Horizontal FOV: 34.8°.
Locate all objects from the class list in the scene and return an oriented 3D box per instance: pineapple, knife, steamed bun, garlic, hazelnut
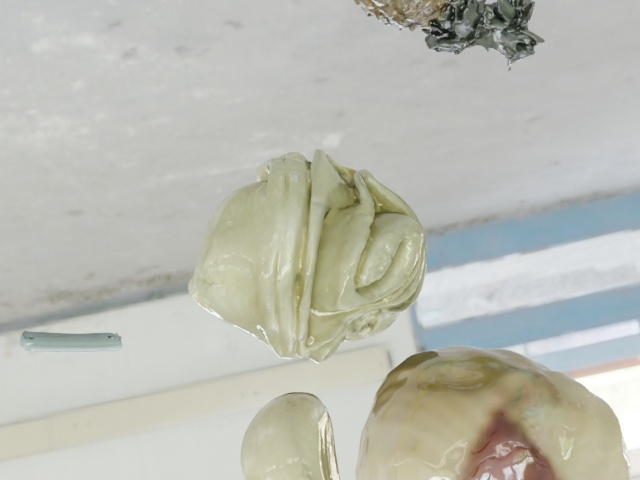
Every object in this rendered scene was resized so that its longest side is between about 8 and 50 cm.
[{"bbox_3d":[0.159,-0.280,1.212,0.237,0.111,0.119,23,152,-17],"label":"pineapple"},{"bbox_3d":[-0.388,0.156,1.584,0.162,0.023,0.044,4,-155,-37],"label":"knife"},{"bbox_3d":[0.000,0.002,1.283,0.289,0.276,0.203,21,137,-24],"label":"steamed bun"},{"bbox_3d":[-0.011,0.106,0.474,0.041,0.083,0.053,-27,151,15],"label":"garlic"},{"bbox_3d":[0.151,0.219,0.980,0.261,0.241,0.261,-2,-148,1],"label":"hazelnut"}]
